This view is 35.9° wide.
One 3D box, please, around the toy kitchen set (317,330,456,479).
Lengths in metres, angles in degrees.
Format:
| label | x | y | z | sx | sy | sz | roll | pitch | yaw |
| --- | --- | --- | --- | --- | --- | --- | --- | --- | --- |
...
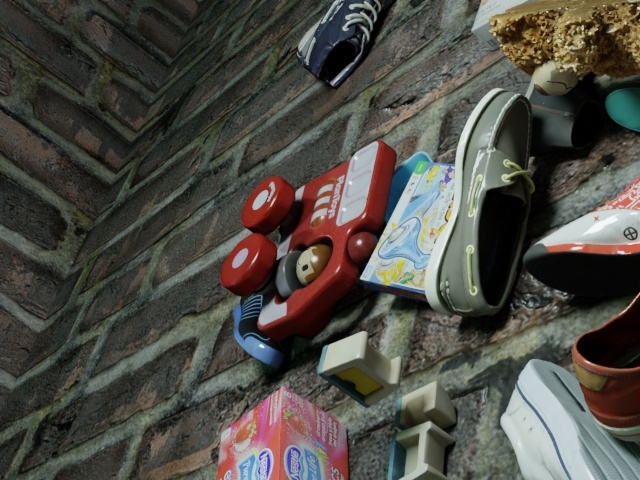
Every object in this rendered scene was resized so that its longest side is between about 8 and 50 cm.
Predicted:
| label | x | y | z | sx | sy | sz | roll | pitch | yaw |
| --- | --- | --- | --- | --- | --- | --- | --- | --- | --- |
| toy kitchen set | 0.049 | 0.239 | 1.109 | 0.122 | 0.166 | 0.207 | -34 | 30 | 37 |

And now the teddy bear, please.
| label | x | y | z | sx | sy | sz | roll | pitch | yaw |
| --- | --- | --- | --- | --- | --- | --- | --- | --- | --- |
| teddy bear | 0.364 | -0.228 | 1.140 | 0.338 | 0.113 | 0.245 | -4 | 19 | 24 |

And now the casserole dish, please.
| label | x | y | z | sx | sy | sz | roll | pitch | yaw |
| --- | --- | --- | --- | --- | --- | --- | --- | --- | --- |
| casserole dish | 0.146 | -0.065 | 1.511 | 0.114 | 0.037 | 0.188 | -46 | 25 | 15 |

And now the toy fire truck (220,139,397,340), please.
| label | x | y | z | sx | sy | sz | roll | pitch | yaw |
| --- | --- | --- | --- | --- | --- | --- | --- | --- | --- |
| toy fire truck | 0.000 | 0.000 | 1.527 | 0.254 | 0.169 | 0.302 | -29 | 34 | 40 |

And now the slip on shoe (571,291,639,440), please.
| label | x | y | z | sx | sy | sz | roll | pitch | yaw |
| --- | --- | --- | --- | --- | --- | --- | --- | --- | --- |
| slip on shoe | 0.363 | 0.047 | 0.853 | 0.331 | 0.101 | 0.123 | -36 | 26 | 11 |

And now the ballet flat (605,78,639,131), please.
| label | x | y | z | sx | sy | sz | roll | pitch | yaw |
| --- | --- | --- | --- | --- | --- | --- | --- | --- | --- |
| ballet flat | 0.416 | -0.160 | 1.131 | 0.067 | 0.073 | 0.206 | -31 | 21 | -17 |

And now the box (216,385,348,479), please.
| label | x | y | z | sx | sy | sz | roll | pitch | yaw |
| --- | --- | --- | --- | --- | --- | --- | --- | --- | --- |
| box | -0.048 | 0.325 | 1.223 | 0.128 | 0.123 | 0.257 | -41 | 27 | 25 |

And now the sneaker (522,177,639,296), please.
| label | x | y | z | sx | sy | sz | roll | pitch | yaw |
| --- | --- | --- | --- | --- | --- | --- | --- | --- | --- |
| sneaker | 0.345 | -0.030 | 1.036 | 0.270 | 0.090 | 0.145 | -16 | 42 | 49 |

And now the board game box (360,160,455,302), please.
| label | x | y | z | sx | sy | sz | roll | pitch | yaw |
| --- | --- | --- | --- | --- | --- | --- | --- | --- | --- |
| board game box | 0.155 | -0.013 | 1.371 | 0.136 | 0.035 | 0.201 | 10 | 67 | 44 |

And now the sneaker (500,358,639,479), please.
| label | x | y | z | sx | sy | sz | roll | pitch | yaw |
| --- | --- | --- | --- | --- | --- | --- | --- | --- | --- |
| sneaker | 0.241 | 0.214 | 0.914 | 0.258 | 0.094 | 0.091 | -108 | 37 | -65 |

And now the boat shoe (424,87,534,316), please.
| label | x | y | z | sx | sy | sz | roll | pitch | yaw |
| --- | --- | --- | --- | --- | --- | --- | --- | --- | --- |
| boat shoe | 0.220 | -0.049 | 1.241 | 0.091 | 0.109 | 0.305 | 4 | 73 | 51 |

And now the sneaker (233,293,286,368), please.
| label | x | y | z | sx | sy | sz | roll | pitch | yaw |
| --- | --- | --- | --- | --- | --- | --- | --- | --- | --- |
| sneaker | -0.090 | 0.125 | 1.628 | 0.090 | 0.081 | 0.232 | -57 | 22 | 10 |

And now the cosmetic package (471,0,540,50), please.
| label | x | y | z | sx | sy | sz | roll | pitch | yaw |
| --- | --- | --- | --- | --- | --- | --- | --- | --- | --- |
| cosmetic package | 0.350 | -0.395 | 1.559 | 0.239 | 0.060 | 0.099 | -22 | 38 | 50 |

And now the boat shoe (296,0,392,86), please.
| label | x | y | z | sx | sy | sz | roll | pitch | yaw |
| --- | --- | --- | --- | --- | --- | --- | --- | --- | --- |
| boat shoe | 0.086 | -0.477 | 2.107 | 0.340 | 0.127 | 0.158 | -54 | 29 | 19 |

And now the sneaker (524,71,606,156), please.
| label | x | y | z | sx | sy | sz | roll | pitch | yaw |
| --- | --- | --- | --- | --- | --- | --- | --- | --- | --- |
| sneaker | 0.343 | -0.210 | 1.311 | 0.118 | 0.083 | 0.222 | 7 | 73 | 58 |
